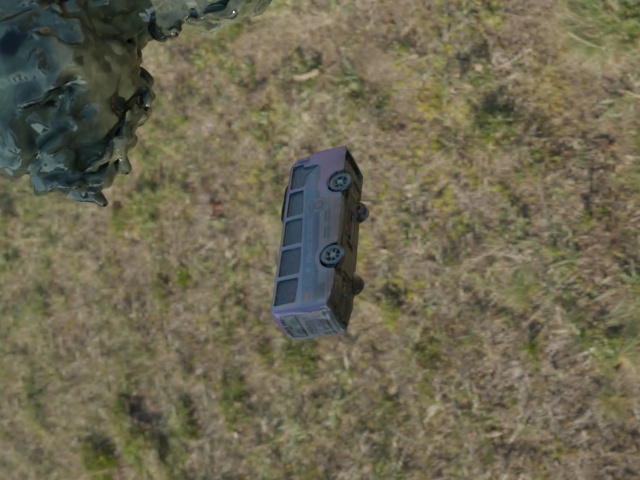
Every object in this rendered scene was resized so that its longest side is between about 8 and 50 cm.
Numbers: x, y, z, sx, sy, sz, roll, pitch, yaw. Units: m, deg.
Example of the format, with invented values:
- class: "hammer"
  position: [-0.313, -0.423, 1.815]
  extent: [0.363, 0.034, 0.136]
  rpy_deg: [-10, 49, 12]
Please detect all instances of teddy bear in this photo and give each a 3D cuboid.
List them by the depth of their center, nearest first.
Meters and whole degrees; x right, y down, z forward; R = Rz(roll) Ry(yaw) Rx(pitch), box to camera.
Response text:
- class: "teddy bear"
  position: [-0.212, -0.219, 0.800]
  extent: [0.224, 0.357, 0.367]
  rpy_deg: [104, 166, -73]

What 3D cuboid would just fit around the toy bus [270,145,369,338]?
- class: "toy bus"
  position: [0.000, 0.000, 0.588]
  extent: [0.052, 0.037, 0.131]
  rpy_deg: [-12, 48, 21]
